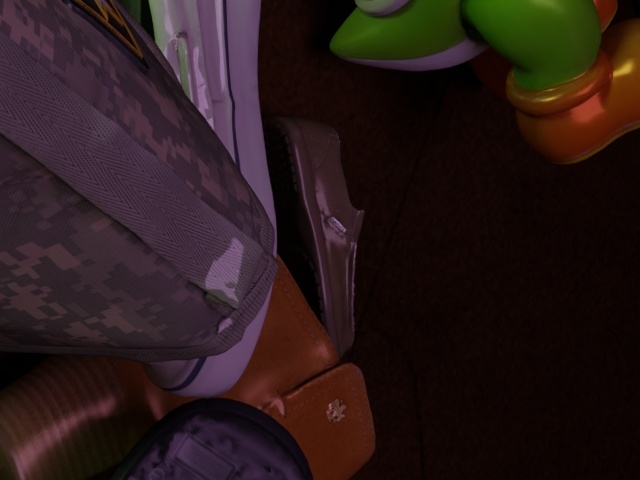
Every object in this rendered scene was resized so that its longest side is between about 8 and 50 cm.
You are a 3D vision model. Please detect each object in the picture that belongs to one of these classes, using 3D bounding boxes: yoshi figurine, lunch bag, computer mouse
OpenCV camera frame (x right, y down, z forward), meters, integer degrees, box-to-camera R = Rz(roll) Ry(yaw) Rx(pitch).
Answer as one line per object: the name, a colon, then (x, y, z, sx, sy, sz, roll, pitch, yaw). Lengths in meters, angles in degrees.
yoshi figurine: (0.084, -0.228, 1.049, 0.362, 0.203, 0.203, 49, 48, -34)
lunch bag: (-0.169, -0.063, 0.722, 0.235, 0.287, 0.169, 44, 67, -50)
computer mouse: (-0.130, 0.173, 0.892, 0.184, 0.060, 0.262, 30, 76, -10)

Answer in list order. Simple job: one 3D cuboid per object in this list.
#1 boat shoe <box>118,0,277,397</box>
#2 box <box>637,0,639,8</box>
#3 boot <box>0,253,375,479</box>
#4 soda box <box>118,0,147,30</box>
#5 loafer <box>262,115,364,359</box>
boat shoe: (-0.077, -0.061, 0.871, 0.088, 0.096, 0.267, -2, 98, -37)
box: (0.487, -0.331, 1.209, 0.480, 0.472, 0.297, -45, 123, -30)
boot: (-0.050, 0.166, 1.018, 0.211, 0.104, 0.295, -26, 108, -32)
soda box: (-0.118, -0.101, 0.939, 0.067, 0.071, 0.210, -40, 122, -30)
loafer: (0.000, 0.000, 1.080, 0.050, 0.056, 0.148, -18, 109, -34)
